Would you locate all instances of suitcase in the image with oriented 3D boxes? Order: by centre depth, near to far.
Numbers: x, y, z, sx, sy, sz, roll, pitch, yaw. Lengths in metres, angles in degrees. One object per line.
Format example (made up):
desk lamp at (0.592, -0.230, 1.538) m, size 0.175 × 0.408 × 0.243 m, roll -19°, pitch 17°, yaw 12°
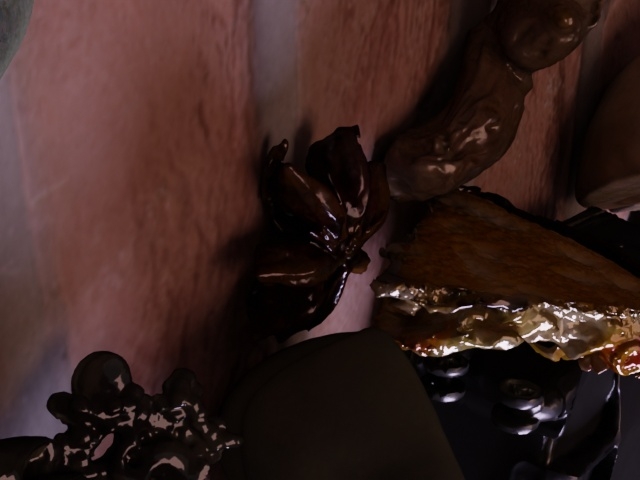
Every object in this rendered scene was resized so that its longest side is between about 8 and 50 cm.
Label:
suitcase at (0.190, 0.147, 1.313) m, size 0.434 × 0.194 × 0.283 m, roll -23°, pitch 128°, yaw -52°

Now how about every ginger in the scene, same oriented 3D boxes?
ginger at (0.147, -0.130, 1.150) m, size 0.084 × 0.122 × 0.290 m, roll 44°, pitch 76°, yaw -18°

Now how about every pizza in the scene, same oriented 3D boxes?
pizza at (0.162, 0.049, 1.080) m, size 0.288 × 0.251 × 0.074 m, roll -40°, pitch 146°, yaw -66°

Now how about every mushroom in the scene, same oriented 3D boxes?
mushroom at (0.309, -0.119, 1.444) m, size 0.236 × 0.173 × 0.162 m, roll 141°, pitch -55°, yaw -69°

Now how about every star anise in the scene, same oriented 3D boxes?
star anise at (0.000, -0.001, 1.016) m, size 0.168 × 0.057 × 0.167 m, roll -38°, pitch 139°, yaw -43°

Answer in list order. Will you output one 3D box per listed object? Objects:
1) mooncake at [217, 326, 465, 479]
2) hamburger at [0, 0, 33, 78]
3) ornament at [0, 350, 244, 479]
mooncake at (0.025, 0.188, 0.990) m, size 0.135 × 0.275 × 0.275 m, roll -22°, pitch 136°, yaw -12°
hamburger at (-0.175, -0.095, 0.627) m, size 0.140 × 0.062 × 0.133 m, roll -62°, pitch 148°, yaw -9°
ornament at (-0.141, 0.188, 0.801) m, size 0.251 × 0.106 × 0.260 m, roll 0°, pitch 86°, yaw -31°
